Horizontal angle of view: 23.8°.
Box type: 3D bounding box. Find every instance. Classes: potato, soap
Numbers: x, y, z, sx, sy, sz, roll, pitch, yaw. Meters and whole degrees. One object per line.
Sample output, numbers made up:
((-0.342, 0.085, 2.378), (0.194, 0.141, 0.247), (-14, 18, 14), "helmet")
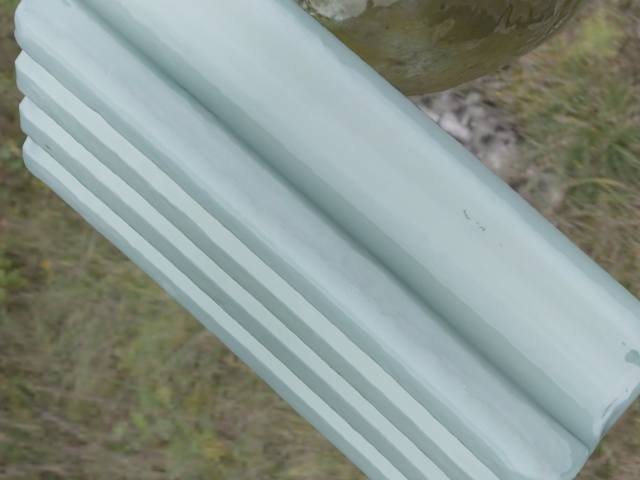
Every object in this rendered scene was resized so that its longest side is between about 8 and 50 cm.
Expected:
((0.067, -0.219, 1.123), (0.243, 0.326, 0.221), (-26, 86, 50), "potato")
((0.000, 0.000, 0.619), (0.265, 0.160, 0.087), (42, 70, 8), "soap")
